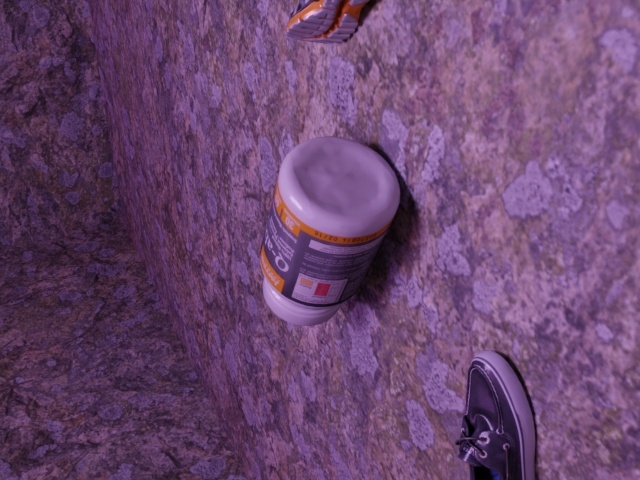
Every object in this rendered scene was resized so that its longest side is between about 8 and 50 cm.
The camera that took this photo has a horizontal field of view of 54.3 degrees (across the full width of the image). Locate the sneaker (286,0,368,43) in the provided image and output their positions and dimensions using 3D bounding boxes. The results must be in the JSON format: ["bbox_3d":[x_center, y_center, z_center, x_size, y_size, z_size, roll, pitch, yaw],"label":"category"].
[{"bbox_3d":[0.016,-0.319,0.791,0.215,0.084,0.083,157,111,-62],"label":"sneaker"}]

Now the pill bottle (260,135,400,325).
[{"bbox_3d":[0.000,0.000,0.892,0.162,0.162,0.278,61,152,28],"label":"pill bottle"}]

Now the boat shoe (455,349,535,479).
[{"bbox_3d":[0.192,0.243,0.718,0.080,0.076,0.228,16,118,62],"label":"boat shoe"}]

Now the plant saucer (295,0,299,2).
[{"bbox_3d":[-0.071,-0.539,0.839,0.332,0.081,0.333,62,153,29],"label":"plant saucer"}]
